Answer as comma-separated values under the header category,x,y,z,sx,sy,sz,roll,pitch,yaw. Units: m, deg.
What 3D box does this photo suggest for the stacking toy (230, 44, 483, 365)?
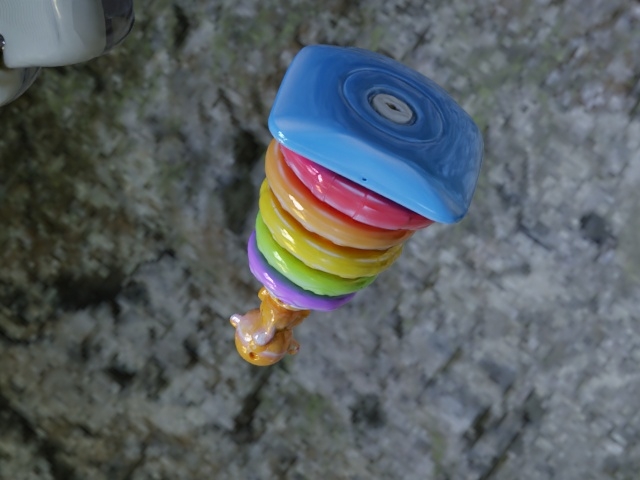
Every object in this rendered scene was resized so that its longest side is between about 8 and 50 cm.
category,x,y,z,sx,sy,sz,roll,pitch,yaw
stacking toy,0.000,0.000,1.148,0.166,0.175,0.302,-70,7,-54

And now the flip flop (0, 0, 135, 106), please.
category,x,y,z,sx,sy,sz,roll,pitch,yaw
flip flop,-0.157,-0.096,0.546,0.080,0.112,0.277,-32,18,-24
